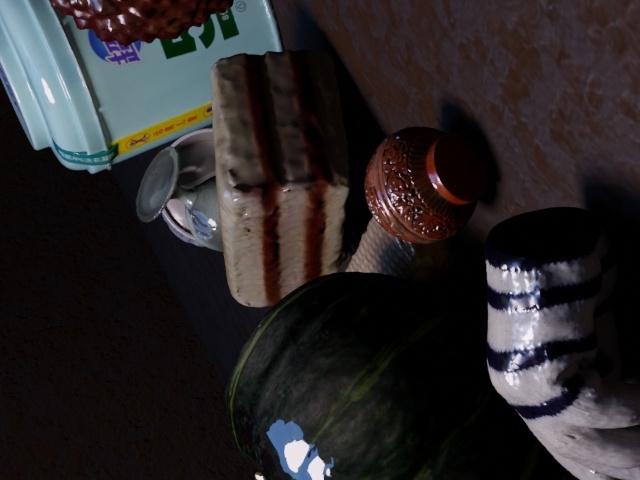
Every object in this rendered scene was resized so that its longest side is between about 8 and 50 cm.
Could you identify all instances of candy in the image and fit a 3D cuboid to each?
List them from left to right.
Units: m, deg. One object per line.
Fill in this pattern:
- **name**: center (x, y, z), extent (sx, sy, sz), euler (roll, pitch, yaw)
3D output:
- **candy**: center (-0.049, -0.060, 1.325), extent (0.320, 0.135, 0.179), euler (99, 166, -66)

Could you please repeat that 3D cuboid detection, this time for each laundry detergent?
- **laundry detergent**: center (-0.238, -0.247, 1.465), extent (0.287, 0.305, 0.287), euler (59, 165, 26)

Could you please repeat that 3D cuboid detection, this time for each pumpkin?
- **pumpkin**: center (0.067, 0.179, 1.108), extent (0.323, 0.241, 0.323), euler (41, 168, 10)

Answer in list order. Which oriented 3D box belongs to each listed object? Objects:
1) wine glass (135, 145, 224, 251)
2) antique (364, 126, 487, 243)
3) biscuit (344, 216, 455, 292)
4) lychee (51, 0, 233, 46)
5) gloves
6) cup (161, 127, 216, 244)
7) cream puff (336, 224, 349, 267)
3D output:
- **wine glass**: center (-0.112, -0.032, 1.549), extent (0.231, 0.103, 0.103), euler (23, -169, -29)
- **antique**: center (0.083, -0.046, 1.001), extent (0.104, 0.104, 0.104), euler (60, 166, 25)
- **biscuit**: center (0.074, 0.041, 1.294), extent (0.094, 0.054, 0.378), euler (63, 167, 12)
- **lychee**: center (-0.160, -0.329, 1.140), extent (0.264, 0.264, 0.300), euler (85, -158, -55)
- **gloves**: center (0.176, 0.093, 0.829), extent (0.140, 0.131, 0.218), euler (-137, 35, -66)
- **cup**: center (-0.157, -0.047, 1.828), extent (0.202, 0.167, 0.221), euler (151, 97, -80)
- **cream puff**: center (0.000, 0.000, 1.507), extent (0.083, 0.058, 0.083), euler (61, 163, 25)
